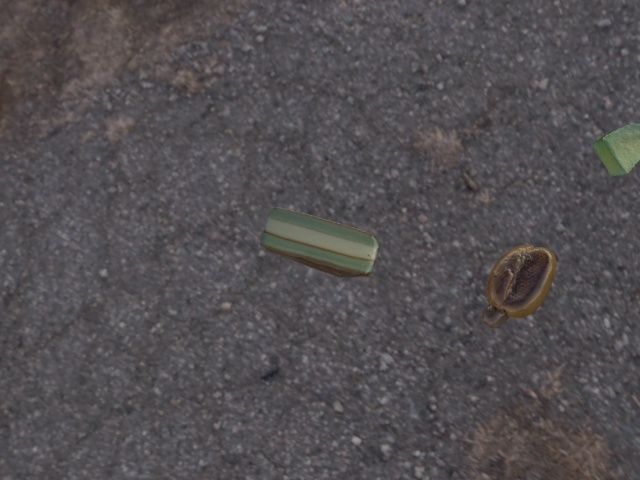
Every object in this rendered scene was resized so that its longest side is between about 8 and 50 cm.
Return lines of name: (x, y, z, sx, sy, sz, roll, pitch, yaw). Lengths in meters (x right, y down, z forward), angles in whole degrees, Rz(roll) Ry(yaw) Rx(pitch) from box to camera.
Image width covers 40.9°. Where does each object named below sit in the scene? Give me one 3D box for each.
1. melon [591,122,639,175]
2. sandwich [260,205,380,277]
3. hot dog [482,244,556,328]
melon: (0.550, -0.133, 1.390, 0.209, 0.064, 0.118, 6, 73, -1)
sandwich: (0.000, 0.000, 1.415, 0.113, 0.163, 0.079, -4, 66, 58)
hot dog: (0.294, 0.070, 1.281, 0.089, 0.060, 0.140, 22, 70, 21)
